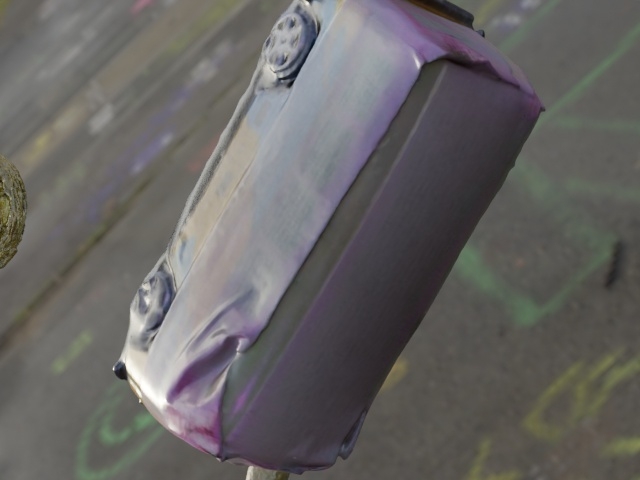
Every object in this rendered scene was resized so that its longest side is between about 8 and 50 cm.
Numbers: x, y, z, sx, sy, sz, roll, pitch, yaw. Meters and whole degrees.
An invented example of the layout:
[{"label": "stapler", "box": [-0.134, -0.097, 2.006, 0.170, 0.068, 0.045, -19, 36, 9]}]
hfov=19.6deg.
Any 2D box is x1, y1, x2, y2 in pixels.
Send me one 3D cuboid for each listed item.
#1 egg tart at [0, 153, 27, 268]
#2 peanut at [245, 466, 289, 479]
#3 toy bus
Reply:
[{"label": "egg tart", "box": [-0.300, -0.018, 1.552, 0.129, 0.129, 0.049, -43, -16, 4]}, {"label": "peanut", "box": [-0.050, 0.247, 2.056, 0.054, 0.054, 0.113, -22, 32, 50]}, {"label": "toy bus", "box": [0.000, 0.000, 1.371, 0.386, 0.171, 0.162, -61, 34, 14]}]
